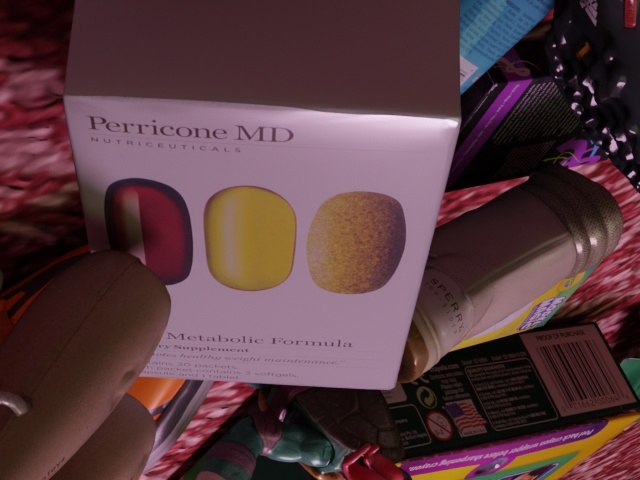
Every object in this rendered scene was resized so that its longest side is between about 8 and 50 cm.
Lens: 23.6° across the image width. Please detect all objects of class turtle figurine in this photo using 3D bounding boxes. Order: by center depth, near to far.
[{"bbox_3d":[-0.014,0.107,0.875,0.118,0.234,0.175,-41,151,9],"label":"turtle figurine"}]

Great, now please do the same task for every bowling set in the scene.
[{"bbox_3d":[-0.179,0.095,0.645,0.154,0.199,0.287,-54,163,-32],"label":"bowling set"}]

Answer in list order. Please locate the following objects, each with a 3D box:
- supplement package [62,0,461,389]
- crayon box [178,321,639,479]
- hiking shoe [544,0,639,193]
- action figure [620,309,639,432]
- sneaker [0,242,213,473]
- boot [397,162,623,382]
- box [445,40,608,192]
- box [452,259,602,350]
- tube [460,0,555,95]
[{"bbox_3d":[-0.023,-0.046,0.628,0.139,0.134,0.244,3,153,-1],"label":"supplement package"},{"bbox_3d":[0.048,0.205,1.316,0.363,0.106,0.313,-3,148,-43],"label":"crayon box"},{"bbox_3d":[0.168,-0.114,0.685,0.132,0.113,0.304,-32,137,0],"label":"hiking shoe"},{"bbox_3d":[0.314,0.132,1.497,0.137,0.063,0.232,-20,152,-20],"label":"action figure"},{"bbox_3d":[-0.201,0.089,0.783,0.321,0.125,0.180,-35,157,18],"label":"sneaker"},{"bbox_3d":[0.084,0.019,0.947,0.165,0.077,0.213,-31,-174,-13],"label":"boot"},{"bbox_3d":[0.136,-0.078,0.916,0.162,0.029,0.116,-10,153,-31],"label":"box"},{"bbox_3d":[0.128,0.038,1.133,0.179,0.043,0.105,-15,154,-30],"label":"box"},{"bbox_3d":[0.099,-0.133,0.744,0.207,0.052,0.080,-42,153,20],"label":"tube"}]
